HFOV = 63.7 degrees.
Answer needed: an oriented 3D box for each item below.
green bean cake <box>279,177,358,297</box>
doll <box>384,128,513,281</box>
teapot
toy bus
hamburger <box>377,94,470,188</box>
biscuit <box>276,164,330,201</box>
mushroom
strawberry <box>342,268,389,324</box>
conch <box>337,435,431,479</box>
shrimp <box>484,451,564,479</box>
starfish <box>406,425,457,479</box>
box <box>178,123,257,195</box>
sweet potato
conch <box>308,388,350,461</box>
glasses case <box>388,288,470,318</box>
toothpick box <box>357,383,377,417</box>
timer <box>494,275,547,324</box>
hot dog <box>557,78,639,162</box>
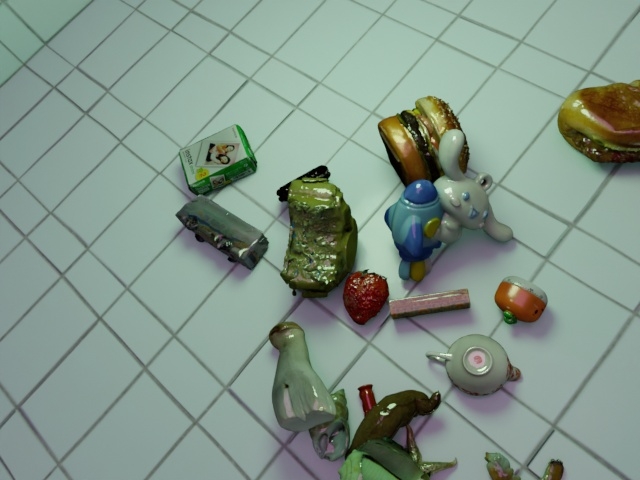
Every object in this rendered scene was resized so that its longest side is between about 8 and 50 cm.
[{"bbox_3d":[0.000,0.000,1.495,0.202,0.285,0.309,5,72,10],"label":"green bean cake"},{"bbox_3d":[0.326,-0.060,1.425,0.366,0.187,0.376,-36,100,6],"label":"doll"},{"bbox_3d":[0.401,0.324,1.364,0.246,0.116,0.159,13,82,25],"label":"teapot"},{"bbox_3d":[-0.323,-0.034,1.686,0.317,0.112,0.138,32,74,22],"label":"toy bus"},{"bbox_3d":[0.315,-0.288,1.546,0.225,0.291,0.290,-25,64,7],"label":"hamburger"},{"bbox_3d":[-0.054,-0.182,1.650,0.195,0.194,0.053,-28,100,1],"label":"biscuit"},{"bbox_3d":[-0.062,0.363,1.410,0.159,0.122,0.328,-12,42,-3],"label":"mushroom"},{"bbox_3d":[0.124,0.158,1.485,0.131,0.131,0.148,24,67,22],"label":"strawberry"},{"bbox_3d":[0.161,0.558,1.232,0.251,0.137,0.143,-1,39,-15],"label":"conch"},{"bbox_3d":[0.502,0.559,1.262,0.166,0.049,0.161,-35,66,-4],"label":"shrimp"},{"bbox_3d":[0.239,0.583,1.323,0.224,0.050,0.216,-13,57,3],"label":"starfish"},{"bbox_3d":[-0.357,-0.276,1.798,0.250,0.103,0.180,-24,63,2],"label":"box"},{"bbox_3d":[0.171,0.467,1.328,0.310,0.124,0.098,-39,39,-1],"label":"sweet potato"},{"bbox_3d":[0.025,0.497,1.378,0.116,0.106,0.172,-32,61,19],"label":"conch"},{"bbox_3d":[0.307,0.182,1.454,0.218,0.075,0.049,-10,67,9],"label":"glasses case"},{"bbox_3d":[0.131,0.436,1.405,0.047,0.047,0.083,-18,63,6],"label":"toothpick box"},{"bbox_3d":[0.532,0.170,1.390,0.136,0.099,0.136,-11,54,16],"label":"timer"},{"bbox_3d":[0.904,-0.330,1.464,0.406,0.185,0.222,-8,65,10],"label":"hot dog"}]
